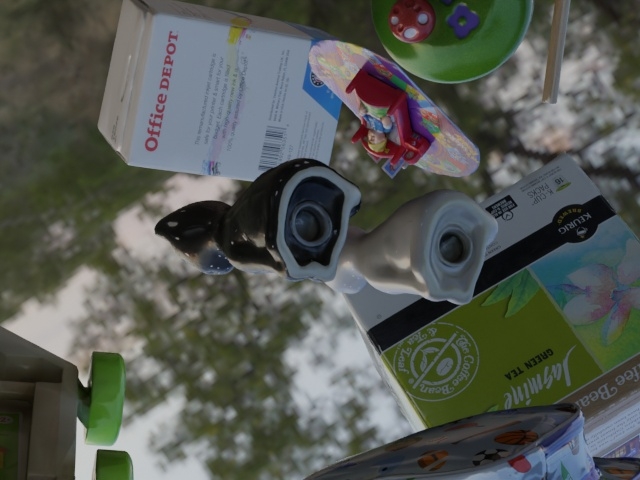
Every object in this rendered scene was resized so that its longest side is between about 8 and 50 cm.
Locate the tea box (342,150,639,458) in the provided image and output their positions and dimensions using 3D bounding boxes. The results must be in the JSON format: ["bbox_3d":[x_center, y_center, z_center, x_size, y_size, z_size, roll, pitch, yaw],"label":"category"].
[{"bbox_3d":[0.251,0.134,1.906,0.329,0.323,0.220,-31,147,-4],"label":"tea box"}]

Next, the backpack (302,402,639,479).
[{"bbox_3d":[0.120,0.230,1.152,0.276,0.213,0.263,-7,177,35],"label":"backpack"}]

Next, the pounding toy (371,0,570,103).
[{"bbox_3d":[0.159,-0.256,1.735,0.236,0.183,0.110,16,-172,14],"label":"pounding toy"}]

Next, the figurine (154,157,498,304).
[{"bbox_3d":[0.000,0.000,1.289,0.214,0.092,0.209,10,172,-32],"label":"figurine"}]

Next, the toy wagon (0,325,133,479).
[{"bbox_3d":[-0.244,0.094,0.901,0.267,0.068,0.344,6,-159,-11],"label":"toy wagon"}]

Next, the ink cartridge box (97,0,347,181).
[{"bbox_3d":[-0.112,-0.170,1.804,0.232,0.171,0.168,8,-167,-21],"label":"ink cartridge box"}]

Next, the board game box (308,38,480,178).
[{"bbox_3d":[0.052,-0.095,1.307,0.033,0.168,0.133,-54,-156,-16],"label":"board game box"}]
